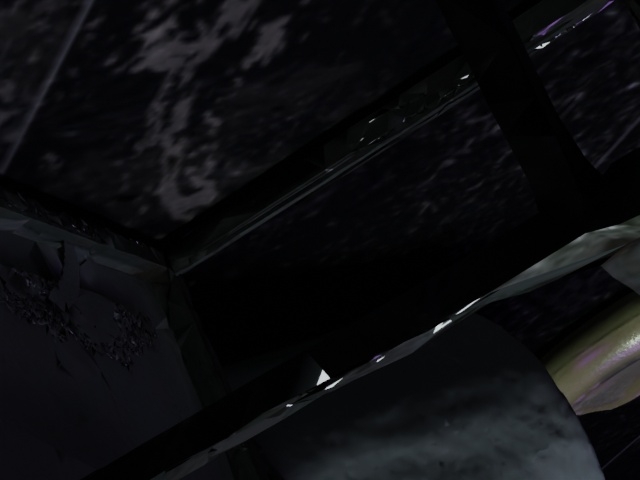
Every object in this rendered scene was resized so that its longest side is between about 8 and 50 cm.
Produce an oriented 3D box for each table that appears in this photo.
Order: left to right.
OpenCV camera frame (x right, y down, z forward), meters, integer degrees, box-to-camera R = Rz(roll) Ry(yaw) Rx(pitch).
[{"bbox_3d":[0.000,0.000,0.586,0.272,0.222,0.335,-31,156,17],"label":"table"}]

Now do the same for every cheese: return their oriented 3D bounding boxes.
[{"bbox_3d":[0.202,0.043,1.099,0.097,0.037,0.192,-6,150,-39],"label":"cheese"}]

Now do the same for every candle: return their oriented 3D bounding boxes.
[{"bbox_3d":[0.009,0.150,0.907,0.342,0.221,0.221,-17,156,-36],"label":"candle"}]
